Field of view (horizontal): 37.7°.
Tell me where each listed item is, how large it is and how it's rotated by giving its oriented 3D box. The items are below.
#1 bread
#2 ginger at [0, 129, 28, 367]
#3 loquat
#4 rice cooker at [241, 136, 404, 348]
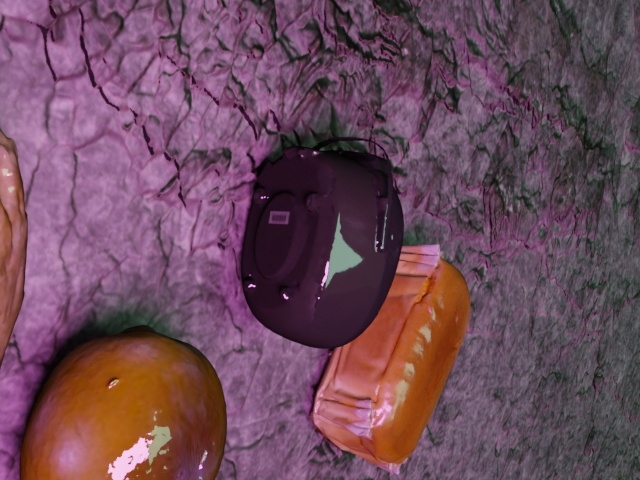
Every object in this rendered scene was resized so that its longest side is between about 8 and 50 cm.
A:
[{"bbox_3d":[0.090,0.131,1.069,0.241,0.107,0.136,-63,145,-22],"label":"bread"},{"bbox_3d":[-0.239,0.050,0.572,0.109,0.116,0.263,5,100,-45],"label":"ginger"},{"bbox_3d":[-0.149,0.159,0.705,0.152,0.152,0.195,34,62,-53],"label":"loquat"},{"bbox_3d":[0.001,-0.001,0.881,0.118,0.142,0.203,15,82,-43],"label":"rice cooker"}]
